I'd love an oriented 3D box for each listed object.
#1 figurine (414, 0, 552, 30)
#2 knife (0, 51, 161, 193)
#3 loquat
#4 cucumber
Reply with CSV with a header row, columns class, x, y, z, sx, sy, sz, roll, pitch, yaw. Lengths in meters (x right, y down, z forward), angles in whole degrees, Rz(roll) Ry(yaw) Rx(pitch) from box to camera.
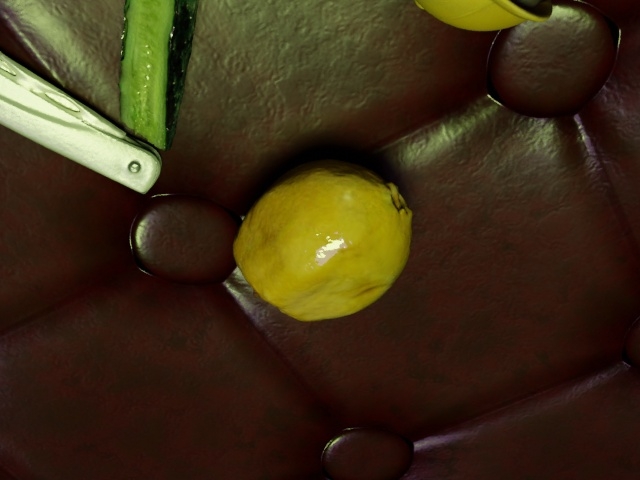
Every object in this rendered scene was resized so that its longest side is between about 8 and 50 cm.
class,x,y,z,sx,sy,sz,roll,pitch,yaw
figurine,0.180,-0.318,0.832,0.192,0.167,0.257,36,96,-11
knife,-0.300,-0.138,1.016,0.265,0.041,0.073,31,110,-22
loquat,0.000,0.000,1.048,0.187,0.176,0.234,36,128,-25
cucumber,-0.170,-0.204,0.967,0.078,0.062,0.211,30,134,18
